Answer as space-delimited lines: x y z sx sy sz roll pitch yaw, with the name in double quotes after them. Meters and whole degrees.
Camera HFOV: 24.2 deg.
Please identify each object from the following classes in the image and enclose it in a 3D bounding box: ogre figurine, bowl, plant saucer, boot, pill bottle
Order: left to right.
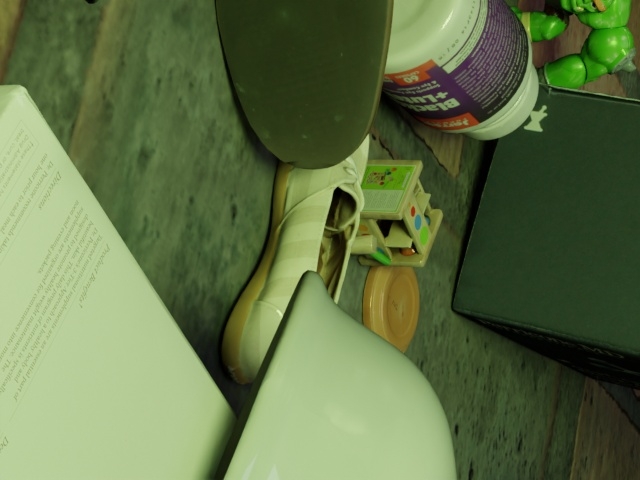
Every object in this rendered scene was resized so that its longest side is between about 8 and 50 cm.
-0.006 0.173 0.733 0.298 0.134 0.298 -157 -90 -89 "bowl"
-0.001 -0.199 0.919 0.115 0.112 0.305 -28 114 -70 "boot"
0.056 0.049 1.121 0.083 0.013 0.083 -2 93 -61 "plant saucer"
0.089 -0.141 1.075 0.193 0.108 0.108 31 64 -58 "pill bottle"
0.213 -0.216 1.293 0.097 0.118 0.197 11 81 -61 "ogre figurine"

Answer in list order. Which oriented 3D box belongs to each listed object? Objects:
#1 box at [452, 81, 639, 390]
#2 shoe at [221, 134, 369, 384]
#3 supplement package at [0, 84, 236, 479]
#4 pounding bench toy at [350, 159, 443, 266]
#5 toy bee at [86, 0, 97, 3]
0.344 0.031 1.333 0.395 0.293 0.212 27 78 -59 "box"
0.000 0.000 0.967 0.076 0.058 0.219 57 44 -47 "shoe"
-0.163 0.081 0.569 0.203 0.149 0.194 63 39 -42 "supplement package"
0.046 -0.005 1.059 0.065 0.052 0.083 63 39 -42 "pounding bench toy"
-0.082 -0.291 0.694 0.195 0.162 0.298 -125 -160 -52 "toy bee"
